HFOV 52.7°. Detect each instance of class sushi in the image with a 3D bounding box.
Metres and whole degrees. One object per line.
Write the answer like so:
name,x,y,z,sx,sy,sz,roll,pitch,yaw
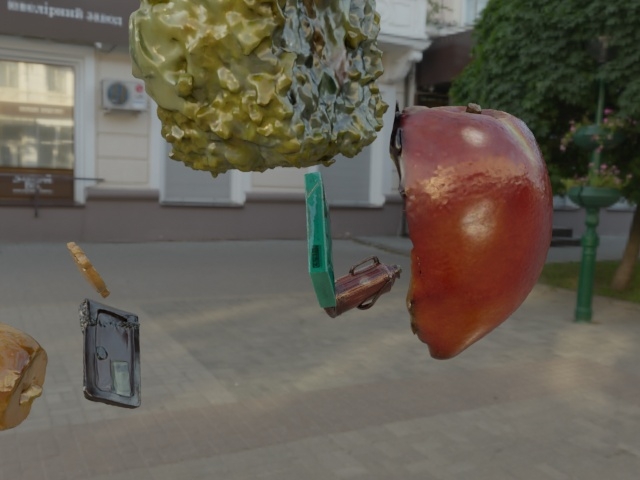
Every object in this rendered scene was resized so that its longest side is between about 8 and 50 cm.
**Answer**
sushi,-0.076,-0.284,0.883,0.239,0.397,0.351,2,15,29

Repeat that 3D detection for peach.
peach,0.208,-0.015,0.861,0.201,0.362,0.258,-6,10,10

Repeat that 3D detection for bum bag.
bum bag,-0.314,0.170,0.968,0.026,0.160,0.109,-25,-33,22

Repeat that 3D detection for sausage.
sausage,-0.454,0.113,0.686,0.328,0.112,0.112,16,7,5

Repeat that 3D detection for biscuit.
biscuit,-0.474,0.064,1.319,0.027,0.134,0.184,-34,20,-19

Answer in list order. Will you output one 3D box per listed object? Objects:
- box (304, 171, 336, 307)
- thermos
box,0.000,0.000,1.302,0.042,0.227,0.161,-6,-30,4
thermos,0.114,0.112,1.697,0.231,0.124,0.099,-23,20,-21
